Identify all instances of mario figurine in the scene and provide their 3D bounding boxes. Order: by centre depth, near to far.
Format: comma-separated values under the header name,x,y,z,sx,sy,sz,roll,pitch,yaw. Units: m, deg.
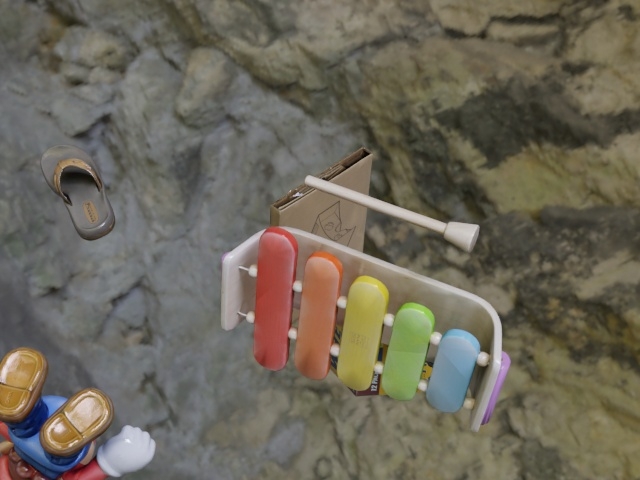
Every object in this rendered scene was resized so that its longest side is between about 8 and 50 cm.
name,x,y,z,sx,sy,sz,roll,pitch,yaw
mario figurine,-0.308,0.210,1.126,0.198,0.170,0.320,65,-25,18

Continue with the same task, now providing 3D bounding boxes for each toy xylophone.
name,x,y,z,sx,sy,sz,roll,pitch,yaw
toy xylophone,0.045,0.064,0.984,0.081,0.322,0.236,-55,152,-45

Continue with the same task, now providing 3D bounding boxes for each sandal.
name,x,y,z,sx,sy,sz,roll,pitch,yaw
sandal,-0.406,-0.090,1.566,0.219,0.090,0.060,59,-5,35

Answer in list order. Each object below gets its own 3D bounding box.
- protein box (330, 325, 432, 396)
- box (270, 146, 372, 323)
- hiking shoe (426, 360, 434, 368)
name,x,y,z,sx,sy,sz,roll,pitch,yaw
protein box,0.129,0.184,1.747,0.200,0.201,0.136,-145,-123,-68
box,0.000,0.000,1.174,0.021,0.164,0.201,32,-41,29
hiking shoe,0.199,0.145,1.538,0.227,0.114,0.086,33,-44,18
